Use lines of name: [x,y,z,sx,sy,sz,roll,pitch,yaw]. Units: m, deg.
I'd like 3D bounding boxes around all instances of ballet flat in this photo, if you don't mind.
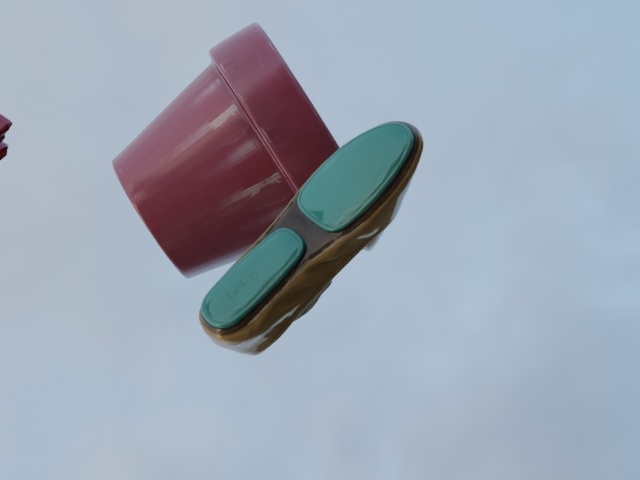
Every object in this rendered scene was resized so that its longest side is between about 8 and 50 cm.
ballet flat: [0.000,0.000,1.411,0.232,0.080,0.073,-43,-41,2]

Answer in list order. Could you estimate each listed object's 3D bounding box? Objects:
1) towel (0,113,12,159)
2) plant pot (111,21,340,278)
towel: [-0.387,-0.113,1.335,0.031,0.275,0.199,-60,-5,32]
plant pot: [-0.079,-0.066,1.598,0.180,0.201,0.201,-33,-51,1]
